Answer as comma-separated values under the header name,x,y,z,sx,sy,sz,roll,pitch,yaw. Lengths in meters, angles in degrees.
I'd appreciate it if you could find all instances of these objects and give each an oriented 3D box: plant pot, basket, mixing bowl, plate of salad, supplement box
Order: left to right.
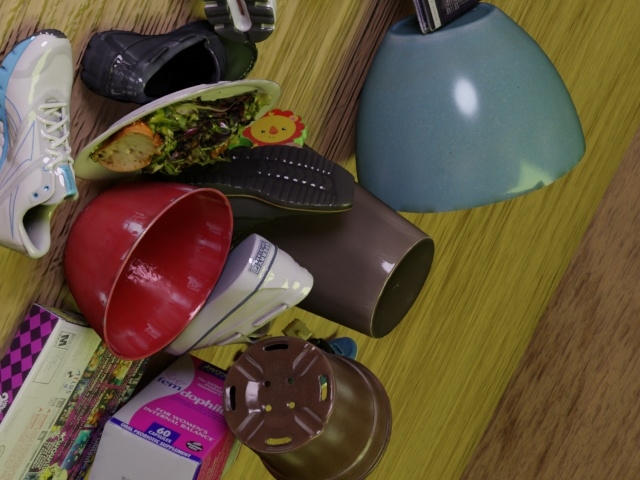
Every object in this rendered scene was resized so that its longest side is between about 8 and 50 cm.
name,x,y,z,sx,sy,sz,roll,pitch,yaw
mixing bowl,-0.176,0.013,1.058,0.181,0.098,0.181,-46,153,-32
supplement box,-0.162,0.228,1.264,0.220,0.111,0.113,-43,155,-71
plate of salad,-0.123,-0.089,0.995,0.200,0.048,0.200,-24,172,-3
plant pot,-0.020,0.185,1.218,0.167,0.167,0.165,-57,156,-9
basket,0.000,0.000,1.250,0.154,0.227,0.204,-28,140,-53
plant pot,0.170,-0.182,1.386,0.290,0.290,0.195,-38,123,-43

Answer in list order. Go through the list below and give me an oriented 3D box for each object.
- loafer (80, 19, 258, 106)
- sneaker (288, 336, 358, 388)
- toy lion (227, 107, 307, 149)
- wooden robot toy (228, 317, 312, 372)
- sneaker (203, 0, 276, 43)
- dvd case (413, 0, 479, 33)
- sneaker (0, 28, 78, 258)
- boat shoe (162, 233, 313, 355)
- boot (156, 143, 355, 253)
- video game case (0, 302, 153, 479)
name,x,y,z,sx,sy,sz,roll,pitch,yaw
loafer,-0.120,-0.153,1.007,0.223,0.078,0.076,-20,135,-58
sneaker,0.012,0.176,1.704,0.152,0.058,0.084,-32,153,-39
toy lion,-0.062,-0.105,1.195,0.100,0.096,0.034,-12,137,-8
wooden robot toy,-0.085,0.176,1.523,0.173,0.076,0.079,-59,-167,-6
sneaker,-0.082,-0.278,0.967,0.208,0.082,0.094,80,15,-47
dvd case,0.160,-0.361,1.335,0.221,0.018,0.164,-38,117,-44
sneaker,-0.220,-0.072,0.890,0.071,0.083,0.190,-19,132,-56
boat shoe,-0.093,0.078,1.187,0.258,0.084,0.095,-34,-150,58
boot,-0.068,-0.029,1.153,0.137,0.198,0.076,98,2,-50
video game case,-0.275,0.182,1.122,0.232,0.042,0.210,-61,158,0
